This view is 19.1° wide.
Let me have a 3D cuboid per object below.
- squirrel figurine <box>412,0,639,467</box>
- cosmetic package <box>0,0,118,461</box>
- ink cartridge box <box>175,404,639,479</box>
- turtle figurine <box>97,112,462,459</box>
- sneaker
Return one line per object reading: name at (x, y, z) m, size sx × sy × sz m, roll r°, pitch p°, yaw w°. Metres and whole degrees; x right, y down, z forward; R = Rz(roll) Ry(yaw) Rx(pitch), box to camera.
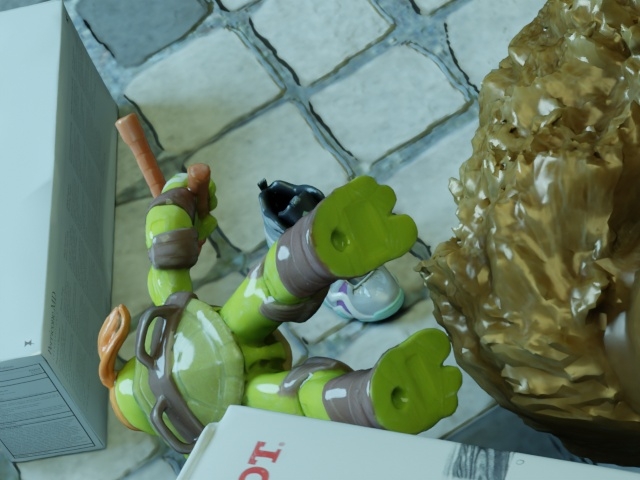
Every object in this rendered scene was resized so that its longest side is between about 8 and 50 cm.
squirrel figurine at (0.232, -0.081, 0.850) m, size 0.397 × 0.281 × 0.370 m, roll -2°, pitch 69°, yaw 29°
cosmetic package at (-0.156, -0.009, 1.039) m, size 0.060 × 0.099 × 0.239 m, roll -9°, pitch 53°, yaw 8°
ink cartridge box at (0.061, 0.182, 0.708) m, size 0.272 × 0.115 × 0.198 m, roll 8°, pitch 37°, yaw 17°
turtle figurine at (-0.042, 0.044, 0.873) m, size 0.217 × 0.087 × 0.270 m, roll -25°, pitch 69°, yaw 49°
sneaker at (0.000, 0.000, 1.008) m, size 0.098 × 0.069 × 0.038 m, roll 32°, pitch 69°, yaw 32°
